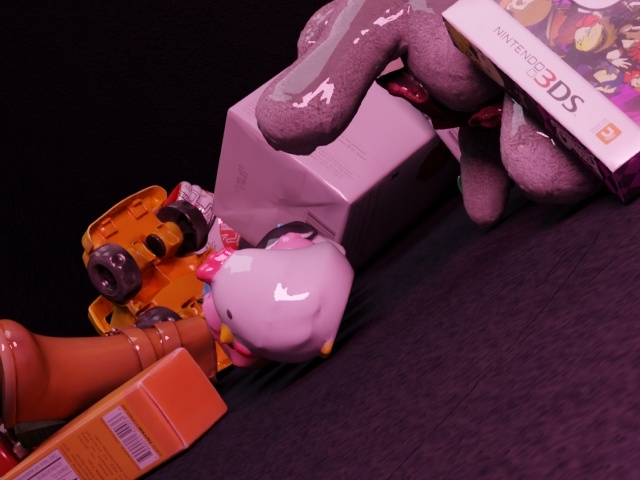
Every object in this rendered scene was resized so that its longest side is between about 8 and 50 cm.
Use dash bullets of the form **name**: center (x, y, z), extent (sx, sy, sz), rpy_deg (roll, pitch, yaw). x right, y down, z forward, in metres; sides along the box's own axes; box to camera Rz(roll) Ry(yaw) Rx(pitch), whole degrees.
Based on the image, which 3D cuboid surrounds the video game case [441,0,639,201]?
- **video game case**: center (0.228, -0.160, 1.023), extent (0.232, 0.042, 0.210), rpy_deg (-37, 48, -1)

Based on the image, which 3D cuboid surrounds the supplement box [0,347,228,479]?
- **supplement box**: center (-0.195, 0.189, 1.413), extent (0.233, 0.080, 0.078), rpy_deg (-32, 5, 37)

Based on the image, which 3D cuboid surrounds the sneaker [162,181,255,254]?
- **sneaker**: center (-0.200, 0.054, 2.029), extent (0.270, 0.145, 0.090), rpy_deg (-59, 17, 3)

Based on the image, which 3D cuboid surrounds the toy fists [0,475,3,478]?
- **toy fists**: center (-0.401, 0.327, 1.507), extent (0.279, 0.096, 0.142), rpy_deg (-41, 4, -31)

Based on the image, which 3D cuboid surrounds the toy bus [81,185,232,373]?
- **toy bus**: center (-0.194, 0.079, 1.765), extent (0.149, 0.220, 0.211), rpy_deg (-36, -4, -40)

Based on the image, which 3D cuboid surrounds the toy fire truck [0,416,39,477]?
- **toy fire truck**: center (-0.427, 0.197, 2.132), extent (0.169, 0.254, 0.302), rpy_deg (-37, 4, -4)

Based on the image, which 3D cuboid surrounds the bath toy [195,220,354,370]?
- **bath toy**: center (-0.051, 0.051, 1.390), extent (0.348, 0.129, 0.151), rpy_deg (-160, 89, -87)

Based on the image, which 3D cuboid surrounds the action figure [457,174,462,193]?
- **action figure**: center (0.210, -0.117, 1.442), extent (0.232, 0.063, 0.137), rpy_deg (-46, -9, 32)

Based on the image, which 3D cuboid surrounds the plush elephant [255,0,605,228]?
- **plush elephant**: center (0.134, -0.135, 1.243), extent (0.271, 0.255, 0.330), rpy_deg (5, 63, 21)

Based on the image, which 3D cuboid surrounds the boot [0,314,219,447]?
- **boot**: center (-0.208, 0.124, 1.504), extent (0.220, 0.109, 0.283), rpy_deg (-15, -27, -6)

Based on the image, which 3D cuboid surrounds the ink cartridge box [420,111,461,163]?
- **ink cartridge box**: center (0.169, -0.172, 1.571), extent (0.139, 0.191, 0.082), rpy_deg (-34, 4, 33)

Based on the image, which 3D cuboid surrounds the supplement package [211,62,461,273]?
- **supplement package**: center (0.046, -0.111, 1.707), extent (0.293, 0.175, 0.177), rpy_deg (-40, -22, -34)
